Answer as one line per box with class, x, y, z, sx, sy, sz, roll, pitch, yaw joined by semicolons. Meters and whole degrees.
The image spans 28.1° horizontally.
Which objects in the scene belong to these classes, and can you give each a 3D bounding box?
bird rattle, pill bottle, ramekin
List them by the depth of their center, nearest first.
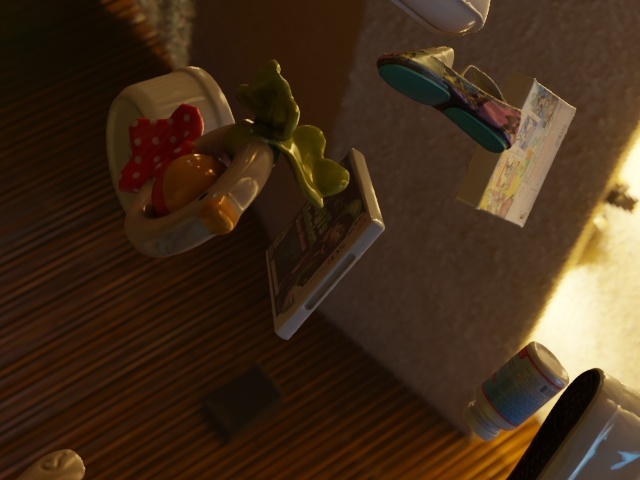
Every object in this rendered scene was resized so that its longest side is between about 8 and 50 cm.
bird rattle;-0.117;-0.068;1.232;0.253;0.207;0.143;-6;-53;34
pill bottle;0.298;0.236;1.973;0.160;0.087;0.087;-44;-107;18
ramekin;-0.238;-0.134;2.013;0.273;0.127;0.273;29;-55;53

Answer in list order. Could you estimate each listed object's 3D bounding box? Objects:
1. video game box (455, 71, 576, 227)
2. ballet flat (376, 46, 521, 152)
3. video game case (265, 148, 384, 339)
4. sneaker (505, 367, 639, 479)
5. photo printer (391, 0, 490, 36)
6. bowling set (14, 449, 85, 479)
video game box;0.294;-0.131;1.916;0.048;0.205;0.187;26;4;29
ballet flat;0.165;-0.192;1.599;0.221;0.079;0.077;30;-19;-25
video game case;0.000;0.000;1.452;0.022;0.173;0.190;34;20;-21
sneaker;0.201;0.258;1.093;0.123;0.290;0.106;33;12;-9
photo printer;0.151;-0.449;1.844;0.107;0.307;0.256;-10;-110;32
bowling set;-0.252;0.388;1.447;0.287;0.154;0.200;19;-52;36
